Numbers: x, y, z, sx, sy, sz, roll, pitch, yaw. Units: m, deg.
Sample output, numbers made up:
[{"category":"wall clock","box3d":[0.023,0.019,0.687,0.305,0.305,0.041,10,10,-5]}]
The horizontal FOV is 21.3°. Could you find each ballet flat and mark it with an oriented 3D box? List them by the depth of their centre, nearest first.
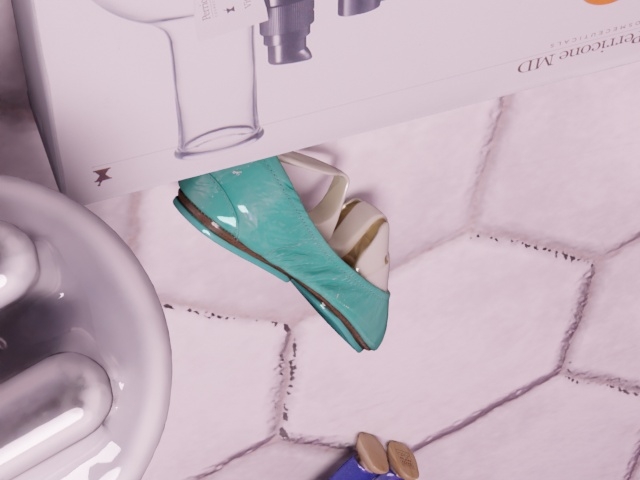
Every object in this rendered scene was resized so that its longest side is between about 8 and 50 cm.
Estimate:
[{"category":"ballet flat","box3d":[0.000,0.000,1.126,0.087,0.083,0.247,-45,142,3]}]

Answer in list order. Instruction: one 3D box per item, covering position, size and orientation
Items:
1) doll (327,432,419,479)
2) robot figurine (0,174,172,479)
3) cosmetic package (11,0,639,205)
[{"category":"doll","box3d":[0.003,0.241,1.437,0.129,0.046,0.189,20,124,-42]},{"category":"robot figurine","box3d":[-0.181,0.074,0.928,0.200,0.300,0.353,-26,179,-8]},{"category":"cosmetic package","box3d":[0.020,-0.183,0.906,0.377,0.097,0.284,-16,144,-12]}]
